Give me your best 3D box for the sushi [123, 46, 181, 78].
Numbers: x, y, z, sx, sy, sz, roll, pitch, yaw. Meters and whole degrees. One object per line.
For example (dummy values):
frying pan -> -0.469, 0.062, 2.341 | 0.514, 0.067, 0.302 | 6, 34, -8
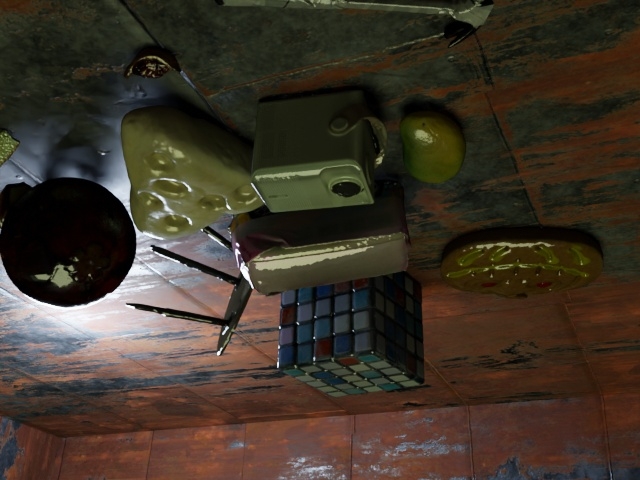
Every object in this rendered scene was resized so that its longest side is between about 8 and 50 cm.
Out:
sushi -> -0.291, -0.300, 1.340 | 0.099, 0.047, 0.050 | -8, 147, 15

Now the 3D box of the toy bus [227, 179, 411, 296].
toy bus -> 0.000, 0.000, 1.655 | 0.386, 0.162, 0.171 | -10, 130, 1

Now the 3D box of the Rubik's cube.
Rubik's cube -> 0.083, 0.224, 2.039 | 0.292, 0.287, 0.293 | -17, 147, 31

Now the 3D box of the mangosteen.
mangosteen -> -0.553, 0.004, 1.698 | 0.311, 0.311, 0.311 | 2, 152, 1

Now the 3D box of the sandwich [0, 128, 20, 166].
sandwich -> -0.740, -0.163, 1.591 | 0.258, 0.096, 0.094 | -15, 142, 25

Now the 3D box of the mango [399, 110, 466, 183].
mango -> 0.216, -0.176, 1.493 | 0.122, 0.085, 0.191 | 0, 153, 11

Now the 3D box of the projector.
projector -> 0.002, -0.163, 1.439 | 0.242, 0.177, 0.163 | -5, 153, 12

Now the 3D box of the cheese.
cheese -> -0.311, -0.136, 1.563 | 0.351, 0.129, 0.328 | -16, 149, 27

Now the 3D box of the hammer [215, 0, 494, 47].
hammer -> 0.049, -0.372, 1.190 | 0.427, 0.044, 0.152 | 5, 153, -2

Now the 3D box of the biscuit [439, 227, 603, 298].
biscuit -> 0.501, 0.076, 1.958 | 0.394, 0.070, 0.350 | -4, 151, 11

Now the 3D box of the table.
table -> -0.299, 0.074, 1.883 | 0.249, 0.317, 0.317 | 23, 148, -11
